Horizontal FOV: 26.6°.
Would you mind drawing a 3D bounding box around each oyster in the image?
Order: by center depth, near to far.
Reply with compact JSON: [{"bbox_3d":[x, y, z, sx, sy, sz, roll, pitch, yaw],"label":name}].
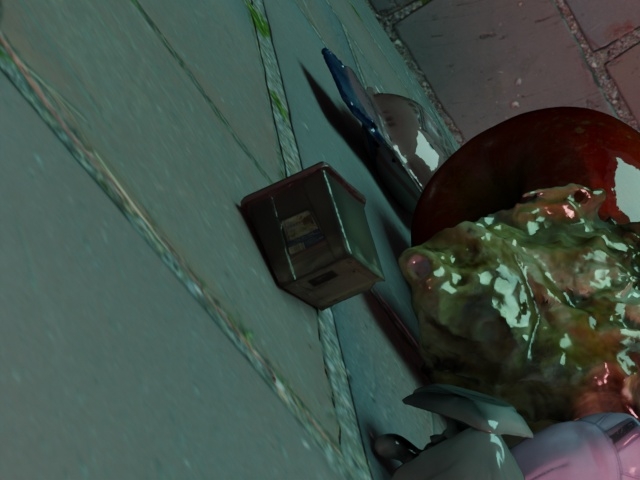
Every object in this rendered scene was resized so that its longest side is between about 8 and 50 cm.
[{"bbox_3d":[0.219,0.063,1.057,0.115,0.351,0.237,153,-51,-71],"label":"oyster"}]

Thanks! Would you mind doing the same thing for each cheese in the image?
[{"bbox_3d":[0.083,-0.108,1.454,0.286,0.074,0.189,39,21,-51],"label":"cheese"}]

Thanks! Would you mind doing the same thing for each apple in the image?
[{"bbox_3d":[0.214,0.008,1.268,0.216,0.260,0.260,39,21,-39],"label":"apple"}]

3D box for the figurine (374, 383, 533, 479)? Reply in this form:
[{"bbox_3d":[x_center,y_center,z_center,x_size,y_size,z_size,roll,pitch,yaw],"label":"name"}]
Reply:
[{"bbox_3d":[0.077,0.131,0.781,0.094,0.086,0.082,15,3,-8],"label":"figurine"}]

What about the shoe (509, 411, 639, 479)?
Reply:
[{"bbox_3d":[0.182,0.185,0.932,0.245,0.138,0.095,42,24,-57],"label":"shoe"}]

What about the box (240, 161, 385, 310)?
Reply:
[{"bbox_3d":[0.000,0.000,0.822,0.063,0.060,0.085,68,12,21],"label":"box"}]
